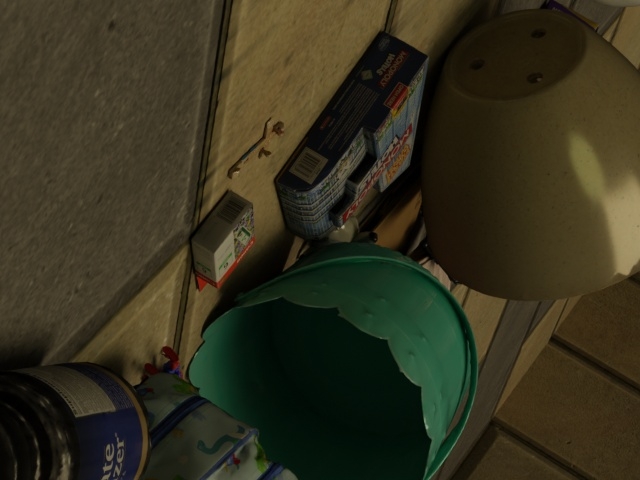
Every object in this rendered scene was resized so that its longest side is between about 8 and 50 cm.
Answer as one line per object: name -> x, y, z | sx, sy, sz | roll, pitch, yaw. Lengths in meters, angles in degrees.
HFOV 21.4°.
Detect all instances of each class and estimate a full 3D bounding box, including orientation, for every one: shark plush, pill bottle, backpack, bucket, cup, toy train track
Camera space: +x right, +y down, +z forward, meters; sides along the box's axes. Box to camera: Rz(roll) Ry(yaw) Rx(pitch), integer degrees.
shark plush -> 0.000, 0.000, 1.873 | 0.067, 0.073, 0.161 | -31, 177, -22
pill bottle -> -0.218, 0.155, 1.253 | 0.122, 0.123, 0.219 | -61, 166, 8
backpack -> -0.166, 0.286, 1.519 | 0.290, 0.273, 0.355 | -28, 135, -51
bucket -> 0.021, 0.144, 1.766 | 0.183, 0.281, 0.281 | -48, 163, -55
cup -> 0.254, -0.128, 1.979 | 0.331, 0.331, 0.237 | -51, 137, -29
toy train track -> -0.055, -0.080, 1.539 | 0.083, 0.014, 0.048 | -46, 161, -38

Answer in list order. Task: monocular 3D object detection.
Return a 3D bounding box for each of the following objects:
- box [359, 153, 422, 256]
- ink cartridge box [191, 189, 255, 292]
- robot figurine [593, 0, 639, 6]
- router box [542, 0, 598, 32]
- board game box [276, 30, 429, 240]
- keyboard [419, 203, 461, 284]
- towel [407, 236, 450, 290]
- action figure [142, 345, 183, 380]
box -> 0.077, 0.006, 2.143 | 0.164, 0.021, 0.201 | -49, 163, -36
ink cartridge box -> -0.089, 0.008, 1.573 | 0.063, 0.029, 0.115 | -53, 164, -23
robot figurine -> 0.378, -0.386, 1.986 | 0.300, 0.199, 0.353 | -34, 180, 32
router box -> 0.274, -0.153, 2.357 | 0.243, 0.081, 0.309 | -53, 165, -20
board game box -> 0.039, -0.088, 1.747 | 0.194, 0.060, 0.194 | -55, 165, -13
keyboard -> 0.161, -0.013, 2.253 | 0.023, 0.108, 0.180 | -30, -167, 19
towel -> 0.103, 0.175, 2.232 | 0.317, 0.053, 0.331 | -26, 126, -69
action figure -> -0.150, 0.128, 1.618 | 0.038, 0.030, 0.115 | -49, 168, -16
